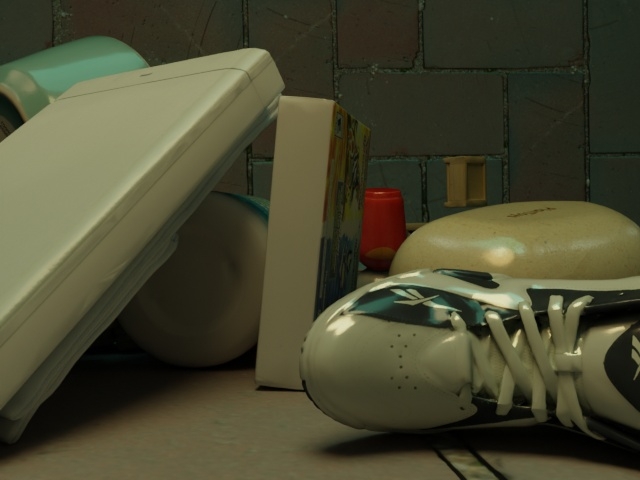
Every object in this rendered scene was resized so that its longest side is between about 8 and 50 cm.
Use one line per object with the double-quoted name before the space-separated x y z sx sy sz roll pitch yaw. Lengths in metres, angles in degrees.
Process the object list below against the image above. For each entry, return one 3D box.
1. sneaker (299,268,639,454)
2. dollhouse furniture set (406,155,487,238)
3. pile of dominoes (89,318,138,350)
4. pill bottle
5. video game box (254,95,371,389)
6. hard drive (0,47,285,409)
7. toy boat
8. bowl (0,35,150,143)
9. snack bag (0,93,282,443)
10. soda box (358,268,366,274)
"sneaker" 0.119 0.058 0.372 0.235 0.094 0.153 8 -10 -19
"dollhouse furniture set" 0.180 -0.004 0.892 0.161 0.182 0.101 -4 3 -43
"pile of dominoes" -0.287 0.099 0.705 0.251 0.040 0.196 -10 2 0
"pill bottle" -0.089 0.027 0.716 0.146 0.146 0.264 -1 2 6
"video game box" 0.000 0.000 0.604 0.048 0.205 0.187 6 4 9
"hard drive" -0.203 -0.016 0.516 0.233 0.047 0.353 0 40 34
"toy boat" 0.145 0.037 0.700 0.267 0.148 0.318 -9 14 -37
"bowl" -0.348 -0.109 0.968 0.312 0.311 0.163 0 9 36
"snack bag" -0.225 -0.003 0.593 0.323 0.037 0.342 -2 39 34
"soda box" 0.059 0.063 0.907 0.060 0.053 0.169 0 2 43
